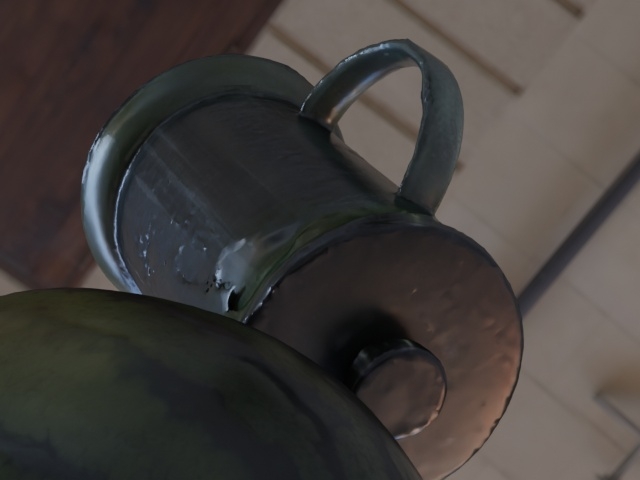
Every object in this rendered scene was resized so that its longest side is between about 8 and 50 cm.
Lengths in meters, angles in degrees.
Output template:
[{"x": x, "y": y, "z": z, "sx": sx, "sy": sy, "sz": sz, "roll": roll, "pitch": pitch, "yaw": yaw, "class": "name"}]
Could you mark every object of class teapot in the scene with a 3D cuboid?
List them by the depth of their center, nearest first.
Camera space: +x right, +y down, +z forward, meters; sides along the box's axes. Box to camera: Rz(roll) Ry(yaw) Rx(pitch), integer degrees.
[{"x": 0.000, "y": 0.000, "z": 1.020, "sx": 0.200, "sy": 0.270, "sz": 0.337, "roll": 29, "pitch": -171, "yaw": -30, "class": "teapot"}]

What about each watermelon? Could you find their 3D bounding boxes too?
[{"x": -0.084, "y": 0.165, "z": 0.714, "sx": 0.359, "sy": 0.279, "sz": 0.279, "roll": 18, "pitch": 180, "yaw": 44, "class": "watermelon"}]
